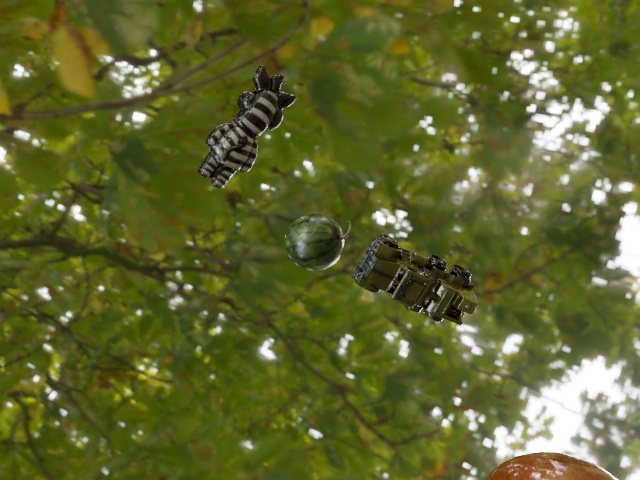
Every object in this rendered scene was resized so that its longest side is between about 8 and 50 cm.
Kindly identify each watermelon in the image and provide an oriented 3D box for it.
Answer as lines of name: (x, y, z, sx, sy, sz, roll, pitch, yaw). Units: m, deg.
watermelon: (-0.006, 0.004, 1.655, 0.109, 0.109, 0.109, -20, -61, -42)

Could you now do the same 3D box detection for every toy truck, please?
toy truck: (0.201, 0.092, 2.119, 0.257, 0.127, 0.127, 24, -73, -17)

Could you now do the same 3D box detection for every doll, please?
doll: (-0.126, -0.188, 1.694, 0.091, 0.067, 0.219, 38, -99, -23)

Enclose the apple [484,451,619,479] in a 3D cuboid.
apple: (0.296, 0.389, 1.211, 0.242, 0.241, 0.242, -3, -62, -6)
